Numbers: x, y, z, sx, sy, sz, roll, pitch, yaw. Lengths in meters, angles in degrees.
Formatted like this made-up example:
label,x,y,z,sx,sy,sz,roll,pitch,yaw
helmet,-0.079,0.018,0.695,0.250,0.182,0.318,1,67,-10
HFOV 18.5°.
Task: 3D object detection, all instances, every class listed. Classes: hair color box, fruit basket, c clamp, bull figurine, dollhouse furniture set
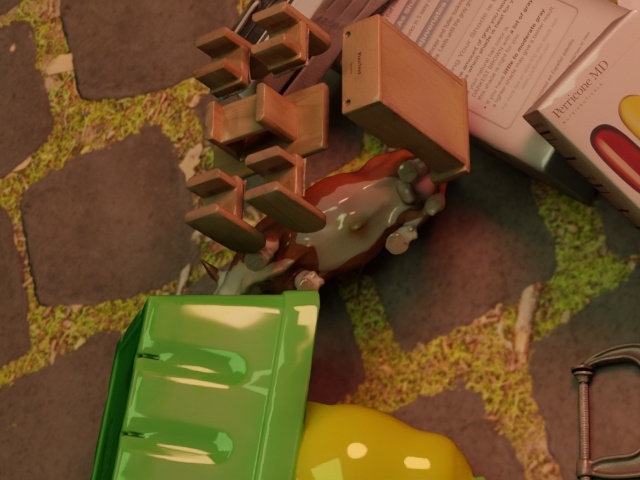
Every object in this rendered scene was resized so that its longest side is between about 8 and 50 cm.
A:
label,x,y,z,sx,sy,sz,roll,pitch,yaw
hair color box,0.167,-0.206,2.083,0.374,0.113,0.185,32,91,37
fruit basket,-0.035,0.244,1.936,0.392,0.283,0.392,6,69,-16
c clamp,0.274,0.174,1.903,0.137,0.022,0.161,-5,64,27
bull figurine,0.000,0.000,2.058,0.310,0.101,0.188,-34,9,1
dollhouse furniture set,0.004,-0.110,1.946,0.242,0.161,0.212,-18,58,32

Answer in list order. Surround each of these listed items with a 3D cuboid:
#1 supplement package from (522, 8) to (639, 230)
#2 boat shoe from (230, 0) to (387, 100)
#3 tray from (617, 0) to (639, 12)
label,x,y,z,sx,sy,sz,roll,pitch,yaw
supplement package,0.329,-0.084,1.863,0.244,0.134,0.139,43,90,-1
boat shoe,0.004,-0.287,2.075,0.335,0.121,0.119,-48,57,13
tray,0.441,-0.261,2.032,0.270,0.030,0.145,-12,60,23
